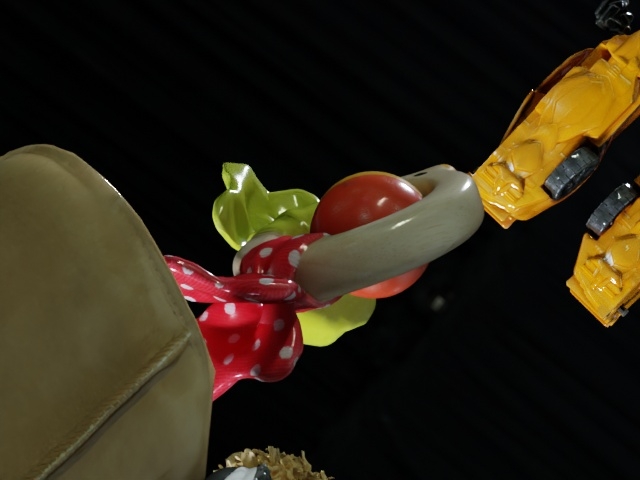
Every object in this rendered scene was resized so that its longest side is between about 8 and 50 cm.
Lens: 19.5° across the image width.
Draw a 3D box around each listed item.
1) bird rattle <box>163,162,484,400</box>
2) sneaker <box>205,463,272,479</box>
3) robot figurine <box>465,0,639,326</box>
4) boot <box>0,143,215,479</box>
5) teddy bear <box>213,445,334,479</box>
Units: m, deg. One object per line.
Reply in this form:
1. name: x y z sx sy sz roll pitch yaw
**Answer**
1. bird rattle: 0.000 0.000 1.169 0.207 0.143 0.253 -21 1 7
2. sneaker: -0.082 0.176 0.797 0.271 0.108 0.100 -52 -42 -62
3. robot figurine: 0.252 -0.092 1.310 0.291 0.211 0.085 -44 -16 1
4. boot: -0.108 0.127 0.550 0.089 0.236 0.269 -11 20 35
5. teddy bear: -0.026 0.225 1.008 0.113 0.338 0.245 -134 64 -77
